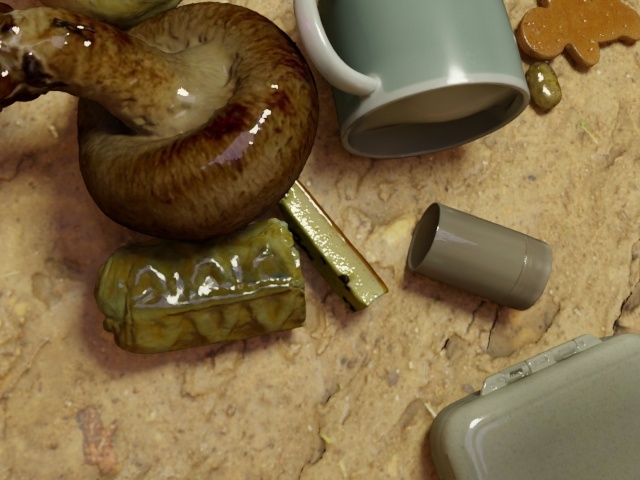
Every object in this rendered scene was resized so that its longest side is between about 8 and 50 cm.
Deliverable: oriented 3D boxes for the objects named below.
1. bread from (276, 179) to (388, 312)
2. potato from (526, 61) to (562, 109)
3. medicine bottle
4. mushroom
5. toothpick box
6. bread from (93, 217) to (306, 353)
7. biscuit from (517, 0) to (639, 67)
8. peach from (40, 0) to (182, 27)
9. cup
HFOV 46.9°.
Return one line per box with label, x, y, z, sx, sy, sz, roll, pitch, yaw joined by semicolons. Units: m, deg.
bread;0.000;0.000;1.024;0.049;0.088;0.226;-39;89;-16
potato;0.363;-0.252;1.201;0.051;0.040;0.083;-11;79;-8
medicine bottle;0.348;0.295;1.035;0.375;0.123;0.282;-19;82;-19
mushroom;-0.187;-0.189;0.893;0.334;0.331;0.356;-21;122;10
toothpick box;0.230;0.024;1.068;0.180;0.111;0.111;20;74;-10
bread;-0.151;0.061;0.948;0.267;0.130;0.152;-9;90;-16
biscuit;0.428;-0.369;1.248;0.250;0.036;0.165;-28;86;-22
peach;-0.285;-0.388;0.967;0.235;0.214;0.214;-14;82;-10
cup;0.095;-0.289;0.997;0.356;0.259;0.275;4;71;-45
